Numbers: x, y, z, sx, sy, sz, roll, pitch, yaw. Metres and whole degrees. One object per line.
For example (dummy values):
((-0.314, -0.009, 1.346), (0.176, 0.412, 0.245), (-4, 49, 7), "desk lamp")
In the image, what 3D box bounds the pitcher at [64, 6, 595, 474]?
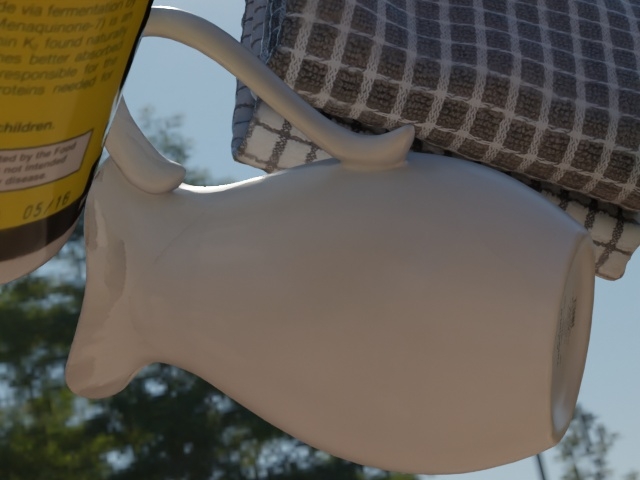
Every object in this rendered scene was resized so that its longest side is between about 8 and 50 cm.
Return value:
((0.000, 0.000, 0.523), (0.207, 0.178, 0.125), (9, 29, 20), "pitcher")

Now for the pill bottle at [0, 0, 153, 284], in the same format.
((-0.095, -0.098, 0.349), (0.119, 0.119, 0.208), (2, -51, -33), "pill bottle")

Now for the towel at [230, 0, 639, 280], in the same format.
((0.079, -0.131, 0.751), (0.235, 0.284, 0.121), (15, -47, -11), "towel")
